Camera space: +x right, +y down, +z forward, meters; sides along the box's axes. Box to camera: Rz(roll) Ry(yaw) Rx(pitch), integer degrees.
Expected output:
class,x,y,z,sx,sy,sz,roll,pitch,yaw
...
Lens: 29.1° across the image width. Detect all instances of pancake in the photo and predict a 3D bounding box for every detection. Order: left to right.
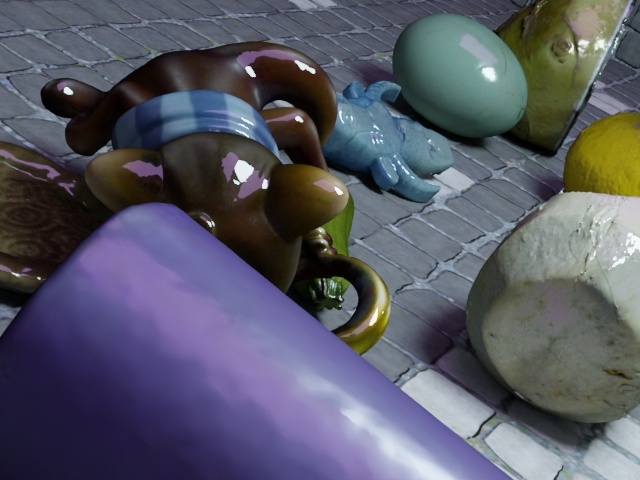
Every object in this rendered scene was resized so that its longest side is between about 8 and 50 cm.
class,x,y,z,sx,sy,sz,roll,pitch,yaw
pancake,-0.266,-0.020,1.085,0.250,0.031,0.250,22,22,-9

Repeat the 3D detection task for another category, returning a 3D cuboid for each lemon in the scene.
class,x,y,z,sx,sy,sz,roll,pitch,yaw
lemon,0.444,-0.084,1.755,0.188,0.188,0.256,12,29,-30

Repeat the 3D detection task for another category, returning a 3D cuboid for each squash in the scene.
class,x,y,z,sx,sy,sz,roll,pitch,yaw
squash,0.000,0.000,1.271,0.069,0.069,0.258,23,23,-7

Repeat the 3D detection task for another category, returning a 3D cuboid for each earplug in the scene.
class,x,y,z,sx,sy,sz,roll,pitch,yaw
earplug,0.018,0.182,0.740,0.456,0.215,0.215,34,24,12

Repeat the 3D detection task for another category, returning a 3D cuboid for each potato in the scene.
class,x,y,z,sx,sy,sz,roll,pitch,yaw
potato,0.363,-0.300,1.993,0.196,0.299,0.246,26,38,3

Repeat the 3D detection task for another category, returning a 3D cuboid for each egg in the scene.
class,x,y,z,sx,sy,sz,roll,pitch,yaw
egg,0.213,-0.251,1.890,0.231,0.168,0.168,41,27,18

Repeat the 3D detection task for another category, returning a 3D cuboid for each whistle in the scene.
class,x,y,z,sx,sy,sz,roll,pitch,yaw
whistle,0.075,-0.131,1.594,0.269,0.093,0.180,4,55,-41

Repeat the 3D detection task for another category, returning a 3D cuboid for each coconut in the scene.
class,x,y,z,sx,sy,sz,roll,pitch,yaw
coconut,0.270,0.058,1.228,0.227,0.227,0.230,31,31,13

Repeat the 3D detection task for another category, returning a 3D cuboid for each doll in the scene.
class,x,y,z,sx,sy,sz,roll,pitch,yaw
doll,-0.096,-0.045,1.105,0.318,0.209,0.340,7,29,-14
